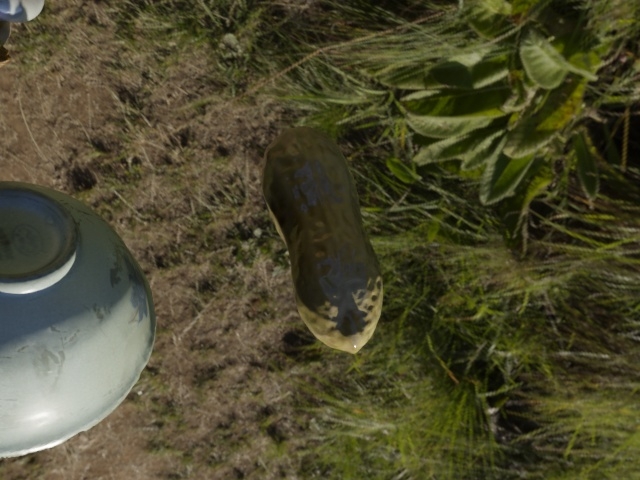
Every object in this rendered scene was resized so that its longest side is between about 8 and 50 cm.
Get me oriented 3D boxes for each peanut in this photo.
[{"bbox_3d":[0.000,0.000,0.739,0.111,0.274,0.125,-10,166,-14],"label":"peanut"}]

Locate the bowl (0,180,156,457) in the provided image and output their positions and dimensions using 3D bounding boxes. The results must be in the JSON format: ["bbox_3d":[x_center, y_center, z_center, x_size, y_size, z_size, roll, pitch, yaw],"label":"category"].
[{"bbox_3d":[-0.305,0.034,0.617,0.313,0.313,0.146,-8,147,-35],"label":"bowl"}]

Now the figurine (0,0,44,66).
[{"bbox_3d":[-0.564,-0.380,1.039,0.263,0.142,0.189,-36,-178,27],"label":"figurine"}]
